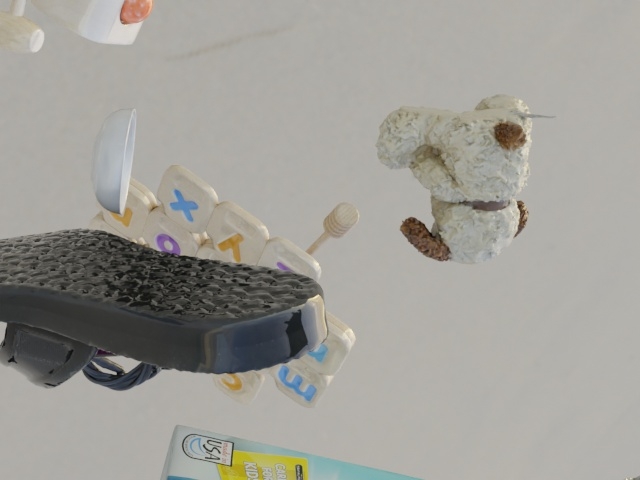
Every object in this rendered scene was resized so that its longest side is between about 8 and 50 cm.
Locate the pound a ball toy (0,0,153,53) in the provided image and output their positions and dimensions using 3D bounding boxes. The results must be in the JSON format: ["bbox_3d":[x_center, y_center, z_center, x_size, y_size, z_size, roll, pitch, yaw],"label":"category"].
[{"bbox_3d":[-0.256,-0.359,1.747,0.319,0.135,0.208,-63,164,15],"label":"pound a ball toy"}]

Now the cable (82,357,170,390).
[{"bbox_3d":[-0.307,0.147,2.211,0.150,0.047,0.184,-12,124,-2],"label":"cable"}]

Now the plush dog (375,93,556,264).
[{"bbox_3d":[0.227,-0.075,2.063,0.262,0.210,0.225,-10,112,-28],"label":"plush dog"}]

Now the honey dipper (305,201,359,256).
[{"bbox_3d":[0.000,0.000,1.645,0.030,0.030,0.160,-36,176,-31],"label":"honey dipper"}]

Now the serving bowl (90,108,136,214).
[{"bbox_3d":[-0.162,-0.063,1.113,0.083,0.027,0.083,-173,-90,-86],"label":"serving bowl"}]

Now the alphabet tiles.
[{"bbox_3d":[-0.101,0.047,1.374,0.021,0.284,0.278,-51,172,-36],"label":"alphabet tiles"}]

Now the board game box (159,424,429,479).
[{"bbox_3d":[0.017,0.299,1.241,0.254,0.336,0.079,-89,-166,-59],"label":"board game box"}]

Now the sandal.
[{"bbox_3d":[-0.180,0.068,1.131,0.167,0.445,0.107,-18,109,-40],"label":"sandal"}]

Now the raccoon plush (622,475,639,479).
[{"bbox_3d":[0.456,0.493,1.819,0.299,0.446,0.216,-36,145,-7],"label":"raccoon plush"}]
